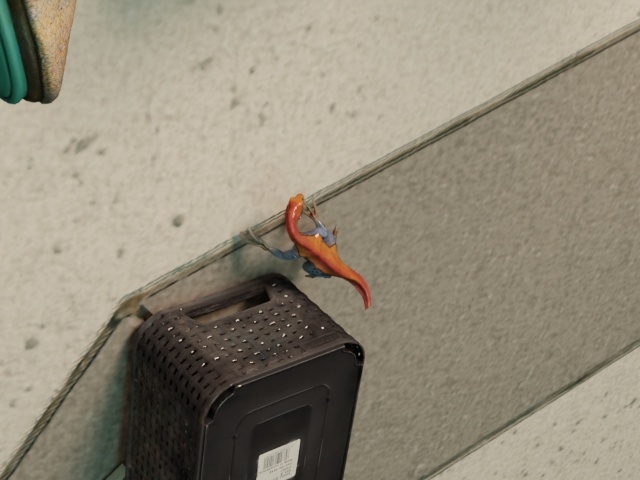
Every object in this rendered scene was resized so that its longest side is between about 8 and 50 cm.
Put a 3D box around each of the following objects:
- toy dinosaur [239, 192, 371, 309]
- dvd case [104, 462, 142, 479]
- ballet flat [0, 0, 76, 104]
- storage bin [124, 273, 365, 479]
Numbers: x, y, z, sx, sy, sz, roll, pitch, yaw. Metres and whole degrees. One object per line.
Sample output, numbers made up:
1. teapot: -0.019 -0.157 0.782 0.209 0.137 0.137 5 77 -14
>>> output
1. toy dinosaur: 0.000 0.000 0.863 0.047 0.090 0.082 -60 174 -3
2. dvd case: -0.134 0.206 0.976 0.087 0.013 0.119 -44 141 0
3. ballet flat: -0.138 -0.185 0.539 0.106 0.107 0.316 -40 144 -17
4. storage bin: -0.052 0.126 0.906 0.122 0.084 0.180 -18 132 -33
